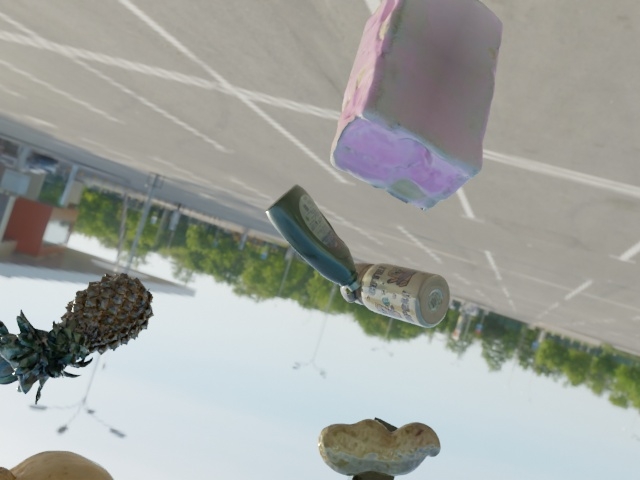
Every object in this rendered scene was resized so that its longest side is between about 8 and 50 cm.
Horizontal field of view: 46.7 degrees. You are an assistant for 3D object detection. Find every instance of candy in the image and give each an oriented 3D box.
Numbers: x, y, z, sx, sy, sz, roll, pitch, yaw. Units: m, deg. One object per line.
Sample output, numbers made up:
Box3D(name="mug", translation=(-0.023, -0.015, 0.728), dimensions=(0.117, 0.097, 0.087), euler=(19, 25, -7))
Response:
Box3D(name="candy", translation=(0.114, -0.179, 0.874), dimensions=(0.155, 0.265, 0.116), euler=(27, 146, -16))

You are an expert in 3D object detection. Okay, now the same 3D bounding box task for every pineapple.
Box3D(name="pineapple", translation=(-0.269, 0.093, 0.826), dimensions=(0.103, 0.083, 0.221), euler=(55, -148, 1))

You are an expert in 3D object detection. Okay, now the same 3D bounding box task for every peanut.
Box3D(name="peanut", translation=(0.107, 0.382, 1.364), dimensions=(0.227, 0.104, 0.085), euler=(2, 177, 3))

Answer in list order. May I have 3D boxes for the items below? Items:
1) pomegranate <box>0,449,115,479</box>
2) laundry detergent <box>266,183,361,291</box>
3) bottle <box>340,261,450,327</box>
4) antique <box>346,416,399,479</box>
Box3D(name="pomegranate", translation=(-0.607, 0.644, 1.600), dimensions=(0.411, 0.412, 0.411), euler=(18, 178, 1))
Box3D(name="laundry detergent", translation=(0.000, 0.000, 1.316), dimensions=(0.211, 0.063, 0.137), euler=(49, -159, -7))
Box3D(name="bottle", translation=(0.127, 0.096, 1.377), dimensions=(0.110, 0.097, 0.209), euler=(-25, -156, -38))
Box3D(name="antique", translation=(0.103, 0.455, 1.463), dimensions=(0.081, 0.080, 0.221), euler=(25, -152, 7))
